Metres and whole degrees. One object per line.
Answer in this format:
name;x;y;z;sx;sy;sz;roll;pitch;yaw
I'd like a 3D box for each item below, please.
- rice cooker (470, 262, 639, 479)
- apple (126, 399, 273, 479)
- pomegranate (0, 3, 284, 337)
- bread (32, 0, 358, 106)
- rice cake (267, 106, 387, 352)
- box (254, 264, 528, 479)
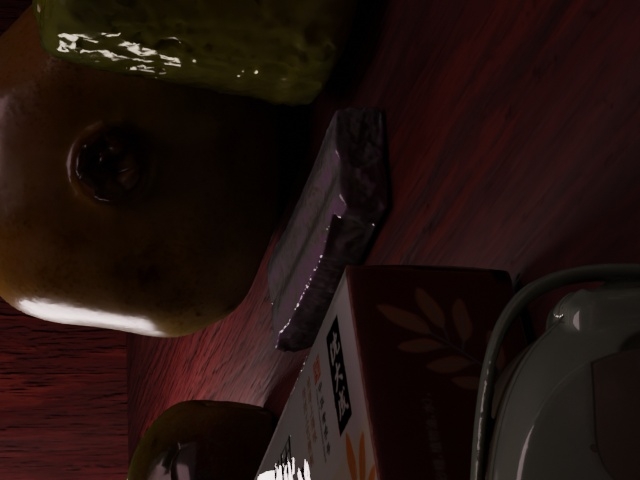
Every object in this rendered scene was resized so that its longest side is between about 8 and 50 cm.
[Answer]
rice cooker;0.132;0.115;0.535;0.127;0.145;0.206;109;162;-75
apple;-0.135;0.279;1.470;0.207;0.174;0.188;-13;77;58
pomegranate;-0.221;-0.087;1.434;0.417;0.417;0.416;-178;90;-75
bread;-0.117;-0.313;1.200;0.348;0.308;0.348;-174;90;-73
rice cake;0.001;0.001;1.208;0.298;0.050;0.106;117;151;-56
box;0.055;0.270;0.829;0.344;0.122;0.385;111;156;-50
